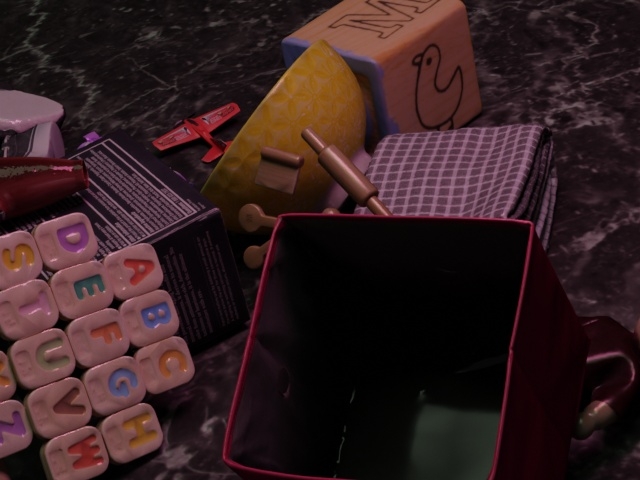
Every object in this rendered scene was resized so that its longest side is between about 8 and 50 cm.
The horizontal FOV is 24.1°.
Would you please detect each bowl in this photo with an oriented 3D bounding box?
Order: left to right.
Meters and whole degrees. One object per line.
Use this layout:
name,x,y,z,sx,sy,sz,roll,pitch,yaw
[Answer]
bowl,-0.023,-0.105,1.983,0.156,0.289,0.289,38,45,1

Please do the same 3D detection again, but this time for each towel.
towel,0.166,-0.043,1.883,0.235,0.121,0.284,-2,34,19

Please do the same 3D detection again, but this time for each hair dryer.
hair dryer,-0.395,-0.010,1.775,0.223,0.080,0.293,33,60,30

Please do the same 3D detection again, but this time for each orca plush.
orca plush,-0.552,-0.168,2.372,0.287,0.102,0.151,-13,45,-30

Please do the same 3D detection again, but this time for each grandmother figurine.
grandmother figurine,0.264,0.135,1.592,0.342,0.104,0.208,-16,41,1

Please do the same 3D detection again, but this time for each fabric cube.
fabric cube,0.091,0.146,1.408,0.254,0.258,0.259,2,64,23

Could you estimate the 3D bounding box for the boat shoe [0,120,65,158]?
boat shoe,-0.442,-0.088,2.196,0.102,0.108,0.301,-12,29,2

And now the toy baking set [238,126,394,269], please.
toy baking set,0.003,-0.006,1.810,0.256,0.197,0.030,43,27,23

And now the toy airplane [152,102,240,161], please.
toy airplane,-0.173,-0.160,2.280,0.151,0.028,0.151,-10,33,7

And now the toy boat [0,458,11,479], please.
toy boat,-0.449,0.280,1.594,0.231,0.151,0.151,7,38,-27

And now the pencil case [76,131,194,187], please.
pencil case,-0.274,-0.088,2.149,0.086,0.088,0.206,-32,36,-31

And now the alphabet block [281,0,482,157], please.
alphabet block,0.090,-0.235,2.151,0.193,0.192,0.197,21,47,40

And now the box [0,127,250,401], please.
box,-0.296,0.038,1.868,0.294,0.183,0.296,-26,35,-20

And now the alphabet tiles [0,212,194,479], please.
alphabet tiles,-0.276,0.119,1.649,0.278,0.284,0.021,-19,1,-33
